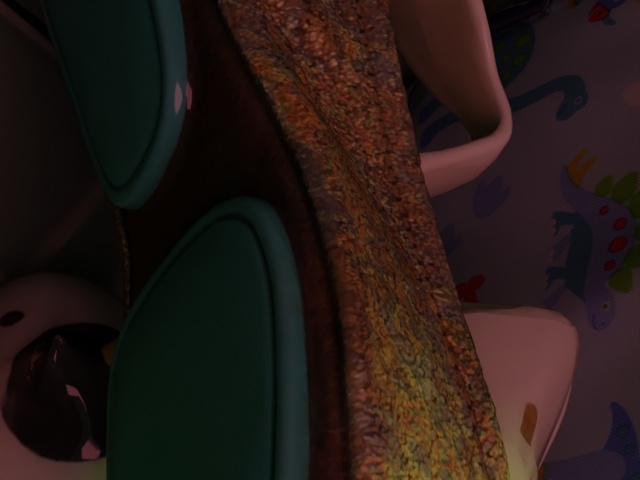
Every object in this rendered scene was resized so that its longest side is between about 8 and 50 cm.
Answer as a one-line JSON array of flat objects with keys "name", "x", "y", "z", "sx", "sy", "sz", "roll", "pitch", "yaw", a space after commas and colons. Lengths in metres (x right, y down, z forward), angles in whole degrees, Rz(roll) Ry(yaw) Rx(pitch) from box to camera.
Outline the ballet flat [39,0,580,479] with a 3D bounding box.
[{"name": "ballet flat", "x": 0.000, "y": 0.000, "z": 0.469, "sx": 0.123, "sy": 0.123, "sz": 0.348, "roll": -1, "pitch": 62, "yaw": -21}]

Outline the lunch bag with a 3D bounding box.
[{"name": "lunch bag", "x": 0.100, "y": 0.020, "z": 0.523, "sx": 0.090, "sy": 0.176, "sz": 0.219, "roll": 36, "pitch": 51, "yaw": -38}]

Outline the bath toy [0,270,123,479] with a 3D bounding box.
[{"name": "bath toy", "x": -0.137, "y": 0.034, "z": 0.500, "sx": 0.348, "sy": 0.129, "sz": 0.151, "roll": 39, "pitch": 54, "yaw": -26}]
